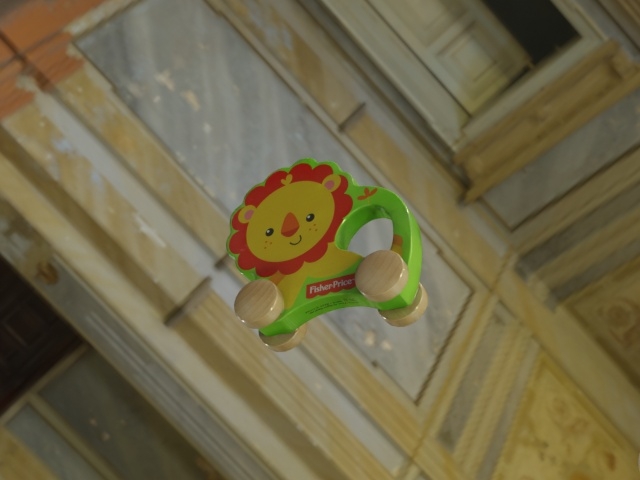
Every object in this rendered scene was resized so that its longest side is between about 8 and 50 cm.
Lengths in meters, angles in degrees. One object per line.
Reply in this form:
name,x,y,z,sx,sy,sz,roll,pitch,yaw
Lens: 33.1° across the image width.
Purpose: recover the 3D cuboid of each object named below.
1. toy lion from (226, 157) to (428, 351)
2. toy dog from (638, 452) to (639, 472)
toy lion,0.000,0.000,0.514,0.100,0.034,0.096,-14,-127,24
toy dog,0.355,0.163,0.560,0.334,0.160,0.220,-8,172,39
